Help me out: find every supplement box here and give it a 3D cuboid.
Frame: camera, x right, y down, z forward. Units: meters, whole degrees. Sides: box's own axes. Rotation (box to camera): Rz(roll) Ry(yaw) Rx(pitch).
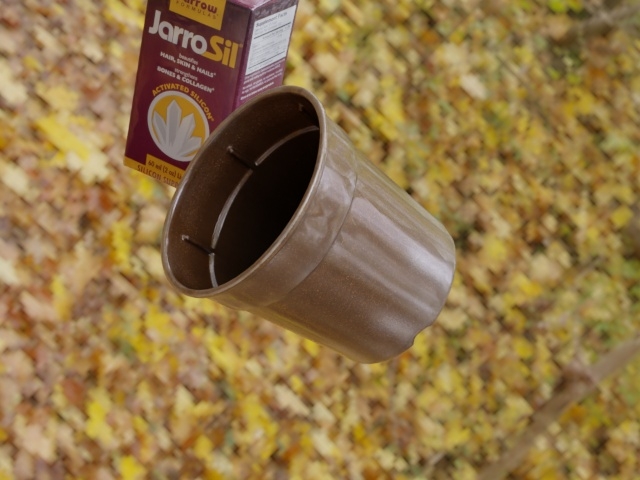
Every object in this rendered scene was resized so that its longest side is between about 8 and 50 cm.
[{"bbox_3d":[-0.095,-0.138,1.278,0.104,0.188,0.081,24,31,20],"label":"supplement box"}]

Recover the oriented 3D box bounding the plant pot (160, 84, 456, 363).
[{"bbox_3d":[0.000,0.000,1.086,0.165,0.167,0.167,33,25,-34],"label":"plant pot"}]
